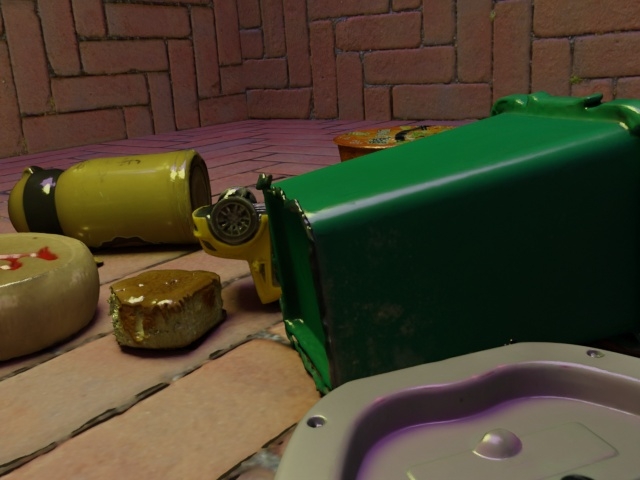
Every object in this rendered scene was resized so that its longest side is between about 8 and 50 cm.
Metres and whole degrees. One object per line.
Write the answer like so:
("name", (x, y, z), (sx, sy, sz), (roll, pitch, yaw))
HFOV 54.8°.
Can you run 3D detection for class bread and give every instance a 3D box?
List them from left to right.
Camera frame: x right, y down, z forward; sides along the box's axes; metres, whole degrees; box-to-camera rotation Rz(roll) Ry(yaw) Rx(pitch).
("bread", (-0.189, 0.080, 0.744), (0.128, 0.069, 0.140), (0, 16, 17))

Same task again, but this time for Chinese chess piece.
("Chinese chess piece", (-0.410, 0.068, 0.781), (0.250, 0.102, 0.249), (-2, 17, 1))

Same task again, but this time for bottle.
("bottle", (-0.385, -0.066, 1.126), (0.352, 0.171, 0.171), (-4, 16, 6))

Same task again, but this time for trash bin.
("trash bin", (0.153, 0.008, 0.624), (0.382, 0.258, 0.295), (-15, 19, -14))

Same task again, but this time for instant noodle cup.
("instant noodle cup", (0.140, -0.093, 1.053), (0.231, 0.182, 0.230), (-4, 16, 1))

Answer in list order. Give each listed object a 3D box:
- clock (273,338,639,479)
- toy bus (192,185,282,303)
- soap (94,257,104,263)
("clock", (0.130, 0.169, 0.303), (0.339, 0.102, 0.338), (-4, 17, 1))
("toy bus", (0.000, 0.000, 0.830), (0.331, 0.151, 0.144), (-3, 11, -5))
("soap", (-0.440, 0.040, 1.000), (0.089, 0.033, 0.169), (12, 21, 36))
